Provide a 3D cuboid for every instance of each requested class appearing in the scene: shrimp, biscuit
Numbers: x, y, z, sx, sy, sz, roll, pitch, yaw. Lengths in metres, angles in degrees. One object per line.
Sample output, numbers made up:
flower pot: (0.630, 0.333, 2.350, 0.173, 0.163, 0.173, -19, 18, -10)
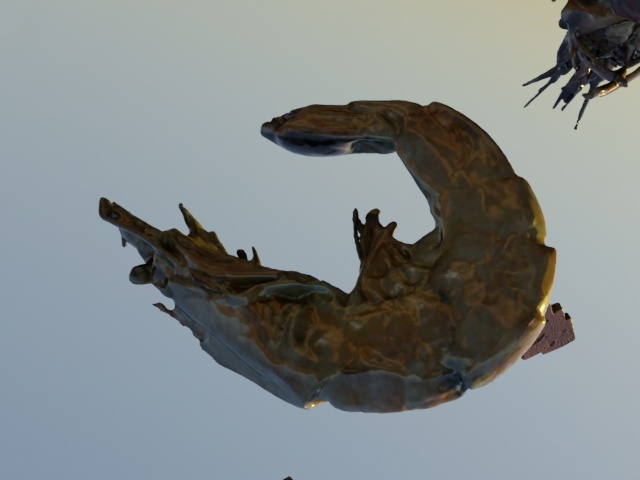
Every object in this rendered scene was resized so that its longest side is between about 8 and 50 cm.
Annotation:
shrimp: (0.280, -0.200, 1.762, 0.116, 0.343, 0.145, -2, -120, -24)
shrimp: (0.000, 0.000, 1.399, 0.360, 0.247, 0.085, 12, 163, 22)
biscuit: (0.203, 0.083, 1.785, 0.092, 0.082, 0.016, 5, -143, -38)

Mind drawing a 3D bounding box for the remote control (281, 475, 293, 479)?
remote control: (0.012, 0.364, 1.992, 0.066, 0.090, 0.266, -25, -119, -16)
